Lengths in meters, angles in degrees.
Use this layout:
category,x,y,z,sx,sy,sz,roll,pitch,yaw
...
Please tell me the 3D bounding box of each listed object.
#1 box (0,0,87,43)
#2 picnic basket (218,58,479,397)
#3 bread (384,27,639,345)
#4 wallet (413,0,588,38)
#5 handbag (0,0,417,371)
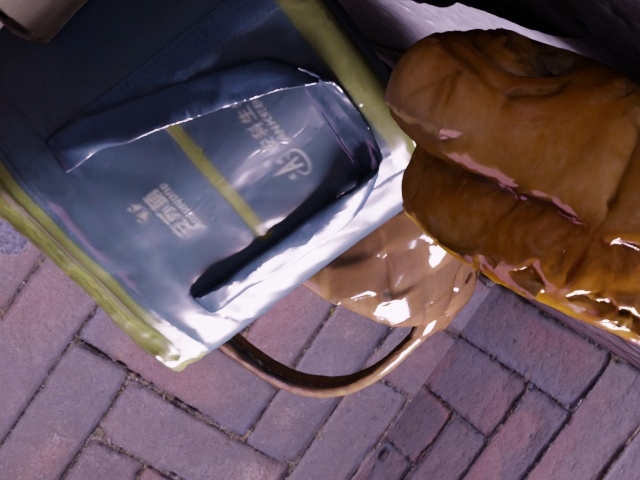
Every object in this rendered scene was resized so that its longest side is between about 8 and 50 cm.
category,x,y,z,sx,sy,sz,roll,pitch,yaw
box,-0.204,-0.252,0.584,0.231,0.155,0.149,47,-177,17
picnic basket,0.000,0.000,1.019,0.293,0.337,0.337,36,-179,9
bread,0.144,-0.034,0.584,0.236,0.120,0.198,27,-165,7
wallet,-0.010,-0.206,0.591,0.247,0.041,0.323,36,-175,-36
handbag,-0.079,-0.080,0.723,0.263,0.241,0.222,46,-170,-30
